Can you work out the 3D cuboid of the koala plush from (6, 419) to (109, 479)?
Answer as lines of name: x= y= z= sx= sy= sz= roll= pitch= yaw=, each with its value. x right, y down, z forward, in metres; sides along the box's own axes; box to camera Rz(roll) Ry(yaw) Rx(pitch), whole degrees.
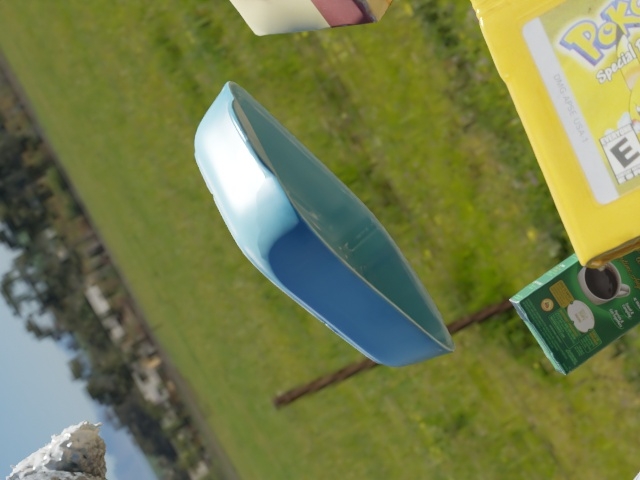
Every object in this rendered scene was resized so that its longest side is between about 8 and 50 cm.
koala plush: x=-0.201 y=0.214 z=0.831 sx=0.196 sy=0.221 sz=0.203 roll=51 pitch=165 yaw=34

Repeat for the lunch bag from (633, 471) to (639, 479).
lunch bag: x=0.405 y=0.339 z=1.383 sx=0.243 sy=0.115 sz=0.303 roll=27 pitch=131 yaw=11

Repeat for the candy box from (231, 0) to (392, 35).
candy box: x=0.027 y=-0.272 z=0.651 sx=0.087 sy=0.316 sz=0.183 roll=3 pitch=141 yaw=46

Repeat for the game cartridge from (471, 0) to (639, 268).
game cartridge: x=0.295 y=-0.178 z=1.198 sx=0.052 sy=0.285 sz=0.324 roll=9 pitch=-124 yaw=-62

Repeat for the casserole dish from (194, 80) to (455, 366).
casserole dish: x=0.000 y=0.000 z=0.656 sx=0.188 sy=0.037 sz=0.114 roll=40 pitch=-163 yaw=-49

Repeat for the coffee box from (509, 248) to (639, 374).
coffee box: x=0.335 y=0.066 z=1.660 sx=0.113 sy=0.184 sz=0.040 roll=55 pitch=176 yaw=-7
